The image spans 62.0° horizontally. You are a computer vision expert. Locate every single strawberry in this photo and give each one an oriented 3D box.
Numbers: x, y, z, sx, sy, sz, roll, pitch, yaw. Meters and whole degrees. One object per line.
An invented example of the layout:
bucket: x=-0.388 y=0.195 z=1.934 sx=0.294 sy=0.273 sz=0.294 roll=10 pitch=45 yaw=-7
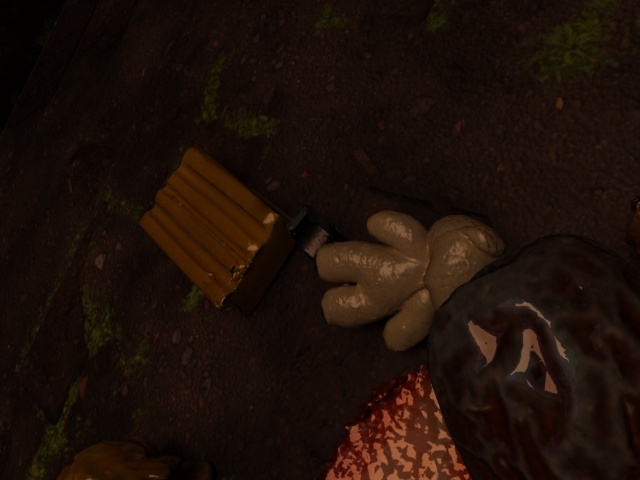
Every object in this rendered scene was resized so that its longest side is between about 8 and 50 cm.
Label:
strawberry: x=0.116 y=0.316 z=0.651 sx=0.233 sy=0.137 sz=0.306 roll=28 pitch=70 yaw=18

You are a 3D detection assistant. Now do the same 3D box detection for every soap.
soap: x=-0.191 y=-0.026 z=1.000 sx=0.324 sy=0.096 sz=0.204 roll=38 pitch=96 yaw=38

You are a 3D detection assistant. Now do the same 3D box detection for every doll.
doll: x=0.122 y=0.044 z=0.732 sx=0.278 sy=0.175 sz=0.149 roll=-6 pitch=37 yaw=27

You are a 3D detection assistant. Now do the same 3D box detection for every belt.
belt: x=0.000 y=0.000 z=0.851 sx=0.058 sy=0.105 sz=0.140 roll=-48 pitch=43 yaw=11

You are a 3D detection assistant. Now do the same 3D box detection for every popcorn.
popcorn: x=-0.295 y=0.421 z=0.847 sx=0.254 sy=0.191 sz=0.190 roll=7 pitch=90 yaw=28

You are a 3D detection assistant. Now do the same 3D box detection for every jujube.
jujube: x=0.242 y=0.160 z=0.517 sx=0.246 sy=0.215 sz=0.308 roll=-35 pitch=82 yaw=19

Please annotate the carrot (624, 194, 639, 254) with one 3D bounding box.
carrot: x=0.461 y=0.007 z=0.543 sx=0.263 sy=0.102 sz=0.101 roll=26 pitch=88 yaw=32
